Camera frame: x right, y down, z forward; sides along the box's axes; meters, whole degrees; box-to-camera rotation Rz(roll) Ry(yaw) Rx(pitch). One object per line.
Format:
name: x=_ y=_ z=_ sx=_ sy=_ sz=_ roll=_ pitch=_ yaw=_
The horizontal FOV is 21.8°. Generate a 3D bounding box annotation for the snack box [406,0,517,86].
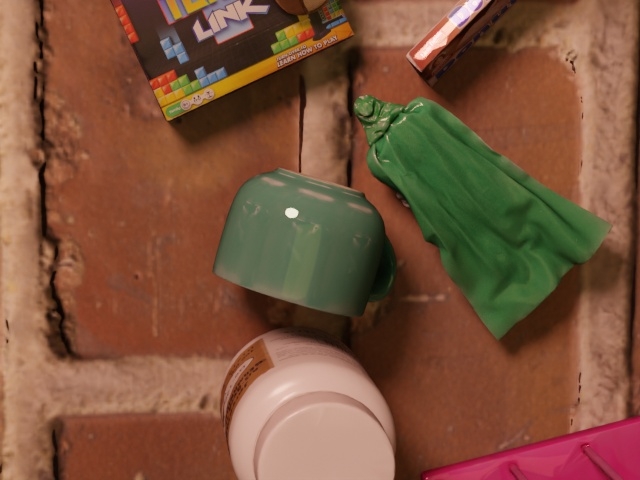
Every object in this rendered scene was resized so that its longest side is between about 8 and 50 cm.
snack box: x=0.143 y=-0.201 z=1.360 sx=0.178 sy=0.064 sz=0.022 roll=-45 pitch=78 yaw=4

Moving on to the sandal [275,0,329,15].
sandal: x=-0.029 y=-0.266 z=1.298 sx=0.072 sy=0.049 sz=0.180 roll=-12 pitch=114 yaw=-1

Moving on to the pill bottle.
pill bottle: x=-0.009 y=0.152 z=1.314 sx=0.131 sy=0.229 sz=0.131 roll=-1 pitch=98 yaw=-7

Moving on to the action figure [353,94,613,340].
action figure: x=0.115 y=-0.042 z=1.386 sx=0.232 sy=0.063 sz=0.137 roll=43 pitch=93 yaw=-15

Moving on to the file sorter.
file sorter: x=0.260 y=0.278 z=1.392 sx=0.291 sy=0.182 sz=0.202 roll=-14 pitch=100 yaw=-5

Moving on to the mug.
mug: x=-0.009 y=-0.003 z=1.354 sx=0.129 sy=0.158 sz=0.097 roll=17 pitch=94 yaw=15

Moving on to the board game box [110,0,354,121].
board game box: x=-0.078 y=-0.195 z=1.346 sx=0.170 sy=0.048 sz=0.141 roll=-26 pitch=102 yaw=-3
